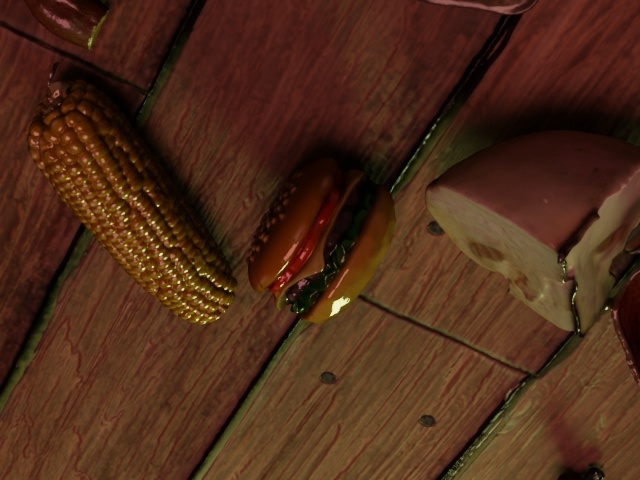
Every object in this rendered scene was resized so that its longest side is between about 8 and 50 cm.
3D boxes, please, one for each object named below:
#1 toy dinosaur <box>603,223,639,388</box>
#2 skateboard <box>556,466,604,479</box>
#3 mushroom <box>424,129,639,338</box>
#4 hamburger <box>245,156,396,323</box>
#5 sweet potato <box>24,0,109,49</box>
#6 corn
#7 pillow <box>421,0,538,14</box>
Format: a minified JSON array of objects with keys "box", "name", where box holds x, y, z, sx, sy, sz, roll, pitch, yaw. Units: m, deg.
[{"box":[0.394,0.003,1.316,0.327,0.113,0.206,-39,135,5],"name":"toy dinosaur"},{"box":[0.293,0.328,1.663,0.080,0.067,0.151,2,133,28],"name":"skateboard"},{"box":[0.213,-0.041,1.339,0.173,0.162,0.236,38,168,25],"name":"mushroom"},{"box":[0.000,0.000,1.375,0.115,0.162,0.162,31,128,-7],"name":"hamburger"},{"box":[-0.243,-0.217,1.298,0.117,0.049,0.049,33,127,-22],"name":"sweet potato"},{"box":[-0.187,-0.034,1.409,0.101,0.101,0.310,-18,124,22],"name":"corn"},{"box":[0.133,-0.285,1.192,0.130,0.033,0.217,9,131,5],"name":"pillow"}]
